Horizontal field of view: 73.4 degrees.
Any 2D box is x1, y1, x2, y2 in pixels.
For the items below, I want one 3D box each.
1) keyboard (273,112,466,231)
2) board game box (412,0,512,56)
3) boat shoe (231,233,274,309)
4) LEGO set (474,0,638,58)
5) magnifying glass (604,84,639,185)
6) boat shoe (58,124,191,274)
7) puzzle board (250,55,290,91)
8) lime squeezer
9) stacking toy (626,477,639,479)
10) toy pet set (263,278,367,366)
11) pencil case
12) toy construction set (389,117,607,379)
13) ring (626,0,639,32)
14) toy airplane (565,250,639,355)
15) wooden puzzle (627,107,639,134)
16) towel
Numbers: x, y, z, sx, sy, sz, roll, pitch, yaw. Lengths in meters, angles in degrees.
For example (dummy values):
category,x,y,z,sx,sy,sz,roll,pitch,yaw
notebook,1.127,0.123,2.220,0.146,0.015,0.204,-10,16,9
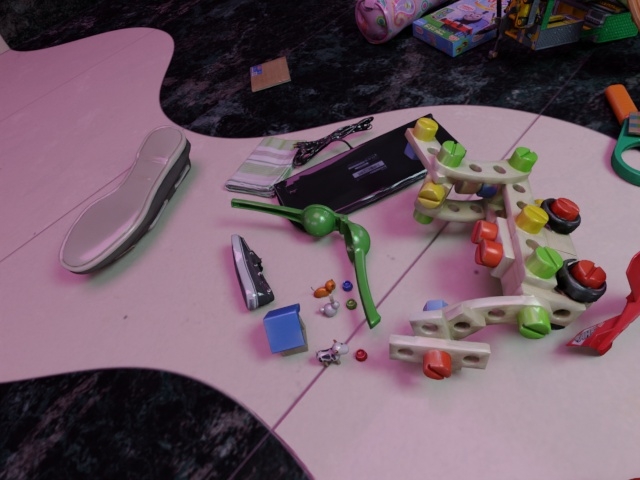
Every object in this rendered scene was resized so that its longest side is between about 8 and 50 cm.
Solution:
category,x,y,z,sx,sy,sz,roll,pitch,yaw
keyboard,0.067,-0.140,0.752,0.317,0.033,0.202,-25,54,-6
board game box,0.343,-0.500,0.977,0.211,0.039,0.160,-26,47,-7
boat shoe,-0.104,0.043,0.639,0.040,0.049,0.142,-10,46,-17
LEGO set,0.461,-0.496,0.799,0.331,0.255,0.192,-21,47,-6
magnifying glass,0.478,-0.164,0.652,0.092,0.026,0.231,-2,51,15
boat shoe,-0.331,-0.066,0.787,0.112,0.095,0.335,16,60,12
puzzle board,-0.126,-0.412,1.067,0.096,0.011,0.128,-16,46,5
lime squeezer,0.000,0.000,0.626,0.110,0.059,0.310,-42,57,-15
stacking toy,0.376,0.201,0.292,0.330,0.141,0.141,-12,47,12
toy pet set,-0.009,0.096,0.545,0.114,0.065,0.122,-15,47,4
pencil case,0.218,-0.595,1.047,0.284,0.124,0.124,-39,50,-16
toy construction set,0.188,0.003,0.506,0.215,0.151,0.328,15,60,-2
ring,0.613,-0.455,0.688,0.336,0.337,0.032,-28,17,-8
toy airplane,0.316,0.065,0.434,0.151,0.151,0.028,-28,45,-8
wooden puzzle,0.484,-0.172,0.634,0.049,0.006,0.083,12,55,25
towel,-0.101,-0.146,0.816,0.113,0.023,0.152,12,54,26
